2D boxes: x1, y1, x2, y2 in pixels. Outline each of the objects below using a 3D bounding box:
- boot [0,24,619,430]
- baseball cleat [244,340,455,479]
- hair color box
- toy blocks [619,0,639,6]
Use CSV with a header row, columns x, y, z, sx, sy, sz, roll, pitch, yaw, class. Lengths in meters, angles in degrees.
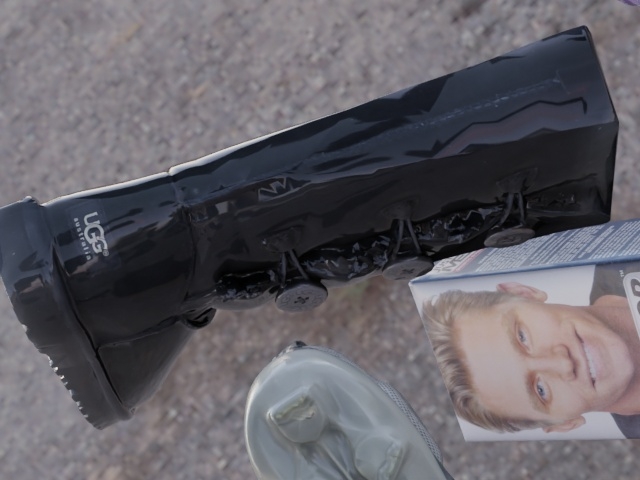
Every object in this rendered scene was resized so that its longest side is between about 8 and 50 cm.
x,y,z,sx,sy,sz,roll,pitch,yaw,class
0.000,0.000,1.191,0.445,0.146,0.367,-20,-12,-4,boot
0.047,0.121,0.530,0.072,0.206,0.109,-29,2,8,baseball cleat
0.263,0.078,1.314,0.347,0.174,0.105,-8,19,41,hair color box
0.233,-0.341,1.124,0.288,0.309,0.260,-52,45,15,toy blocks
